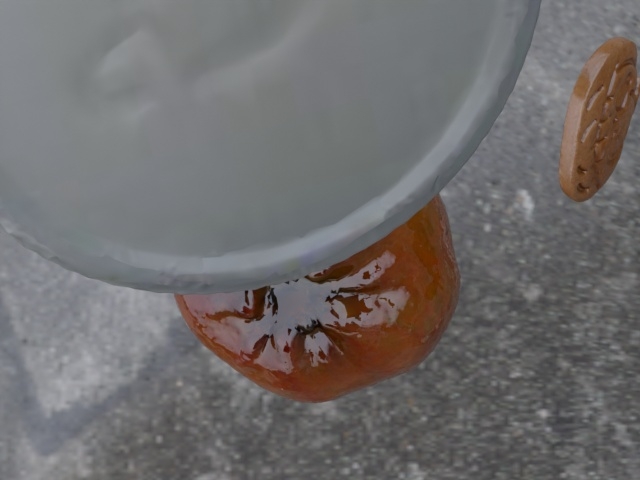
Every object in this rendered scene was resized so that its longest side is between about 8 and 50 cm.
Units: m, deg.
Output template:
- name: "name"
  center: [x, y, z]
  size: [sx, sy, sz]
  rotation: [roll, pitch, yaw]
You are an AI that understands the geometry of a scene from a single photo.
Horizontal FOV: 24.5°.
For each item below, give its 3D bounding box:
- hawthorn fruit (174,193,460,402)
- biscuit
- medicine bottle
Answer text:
- name: "hawthorn fruit"
  center: [0.000, 0.000, 1.155]
  size: [0.224, 0.261, 0.224]
  rotation: [2, 109, 6]
- name: "biscuit"
  center: [0.154, -0.066, 0.793]
  size: [0.015, 0.078, 0.091]
  rotation: [24, 135, 29]
- name: "medicine bottle"
  center: [-0.077, -0.146, 0.550]
  size: [0.224, 0.224, 0.384]
  rotation: [-60, 27, 15]
